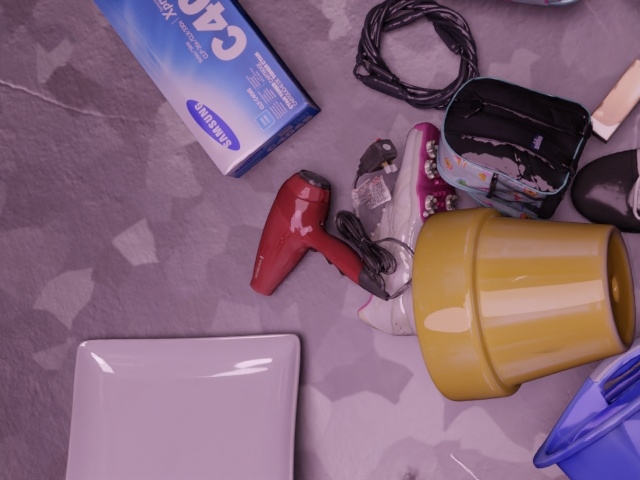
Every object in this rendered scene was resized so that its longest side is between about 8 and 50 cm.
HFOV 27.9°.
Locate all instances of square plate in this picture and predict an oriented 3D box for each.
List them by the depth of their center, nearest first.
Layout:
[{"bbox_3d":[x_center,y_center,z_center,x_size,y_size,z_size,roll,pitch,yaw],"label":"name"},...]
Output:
[{"bbox_3d":[-0.197,0.310,1.850,0.344,0.049,0.347,-3,70,12],"label":"square plate"}]

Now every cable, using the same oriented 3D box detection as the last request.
[{"bbox_3d":[0.145,-0.268,1.835,0.184,0.047,0.151,22,88,14],"label":"cable"}]

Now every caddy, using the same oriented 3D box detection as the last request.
[{"bbox_3d":[0.432,0.215,1.656,0.341,0.241,0.179,-37,84,2],"label":"caddy"}]

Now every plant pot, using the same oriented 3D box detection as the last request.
[{"bbox_3d":[0.273,0.075,1.670,0.239,0.254,0.254,-7,88,24],"label":"plant pot"}]

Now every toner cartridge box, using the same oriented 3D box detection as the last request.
[{"bbox_3d":[-0.171,-0.277,1.881,0.165,0.075,0.348,-39,82,10],"label":"toner cartridge box"}]

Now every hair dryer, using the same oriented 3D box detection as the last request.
[{"bbox_3d":[0.000,0.000,1.795,0.293,0.080,0.224,-28,59,40],"label":"hair dryer"}]

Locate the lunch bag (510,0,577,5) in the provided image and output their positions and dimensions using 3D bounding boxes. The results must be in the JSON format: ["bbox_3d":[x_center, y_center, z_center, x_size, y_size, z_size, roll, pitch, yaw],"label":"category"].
[{"bbox_3d":[0.262,-0.444,1.755,0.279,0.108,0.224,11,72,15],"label":"lunch bag"}]

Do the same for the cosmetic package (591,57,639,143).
[{"bbox_3d":[0.412,-0.191,1.766,0.041,0.060,0.115,38,95,8],"label":"cosmetic package"}]

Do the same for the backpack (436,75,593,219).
[{"bbox_3d":[0.251,-0.126,1.741,0.188,0.144,0.166,24,65,4],"label":"backpack"}]

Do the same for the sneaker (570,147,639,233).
[{"bbox_3d":[0.498,-0.060,1.704,0.330,0.146,0.122,6,92,13],"label":"sneaker"}]

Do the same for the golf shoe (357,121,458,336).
[{"bbox_3d":[0.114,-0.014,1.802,0.140,0.115,0.306,-3,79,32],"label":"golf shoe"}]
